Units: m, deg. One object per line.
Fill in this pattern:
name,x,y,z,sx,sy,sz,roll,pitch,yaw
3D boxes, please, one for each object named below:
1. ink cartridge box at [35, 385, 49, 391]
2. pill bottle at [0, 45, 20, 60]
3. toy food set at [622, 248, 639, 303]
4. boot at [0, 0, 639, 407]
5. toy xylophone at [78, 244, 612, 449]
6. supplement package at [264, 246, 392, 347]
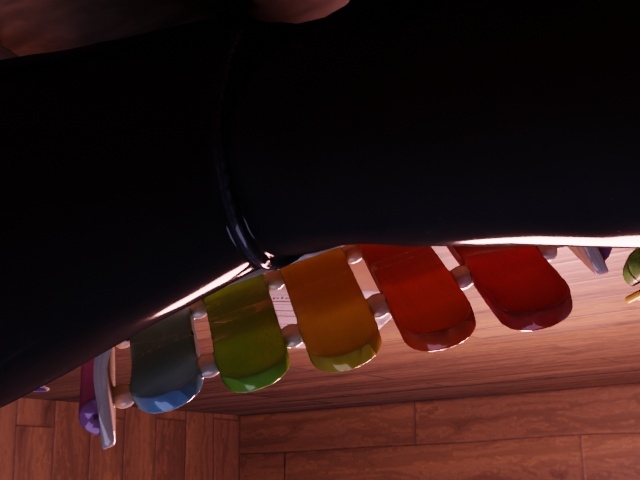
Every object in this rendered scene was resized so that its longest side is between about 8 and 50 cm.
ink cartridge box,-0.414,0.051,0.955,0.165,0.065,0.332,-8,144,33
pill bottle,-0.242,-0.042,0.688,0.121,0.121,0.216,4,165,-16
toy food set,0.361,-0.001,1.006,0.128,0.071,0.218,-23,170,-7
boot,0.032,-0.021,0.372,0.445,0.146,0.367,4,-149,38
toy xylophone,0.000,0.000,0.622,0.322,0.081,0.236,-16,-155,4
supplement package,-0.012,0.003,0.840,0.133,0.139,0.244,0,164,-8
